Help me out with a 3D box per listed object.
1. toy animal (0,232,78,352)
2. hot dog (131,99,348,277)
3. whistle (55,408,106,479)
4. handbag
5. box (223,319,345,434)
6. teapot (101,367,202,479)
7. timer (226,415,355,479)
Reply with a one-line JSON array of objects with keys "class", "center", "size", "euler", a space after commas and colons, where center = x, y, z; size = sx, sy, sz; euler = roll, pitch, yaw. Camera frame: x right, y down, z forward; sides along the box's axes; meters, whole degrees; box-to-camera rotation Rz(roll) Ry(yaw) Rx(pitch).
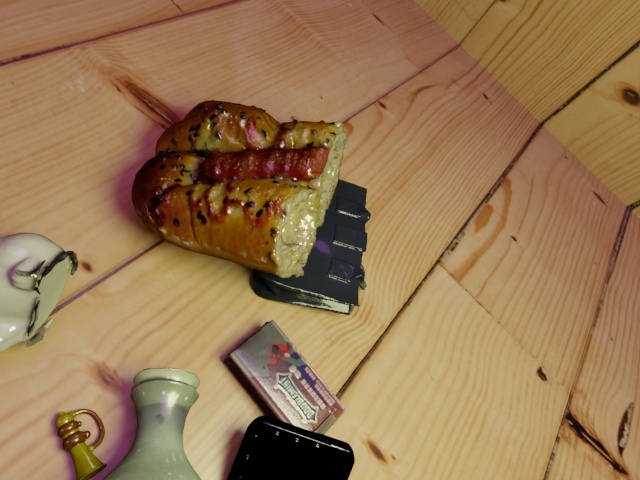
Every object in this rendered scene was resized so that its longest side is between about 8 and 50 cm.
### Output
[{"class": "toy animal", "center": [-0.545, 0.022, 0.671], "size": [0.310, 0.183, 0.247], "euler": [25, 48, -7]}, {"class": "hot dog", "center": [-0.170, -0.128, 0.887], "size": [0.365, 0.196, 0.367], "euler": [11, 55, 15]}, {"class": "whistle", "center": [-0.361, 0.304, 0.683], "size": [0.057, 0.046, 0.109], "euler": [-25, 69, -22]}, {"class": "handbag", "center": [0.000, 0.000, 1.011], "size": [0.269, 0.118, 0.326], "euler": [16, 57, -11]}, {"class": "box", "center": [-0.067, 0.271, 0.841], "size": [0.224, 0.069, 0.120], "euler": [48, 52, 6]}, {"class": "teapot", "center": [-0.243, 0.327, 0.661], "size": [0.183, 0.183, 0.251], "euler": [13, 44, -21]}, {"class": "timer", "center": [-0.050, 0.383, 0.752], "size": [0.187, 0.055, 0.144], "euler": [22, 92, -5]}]
